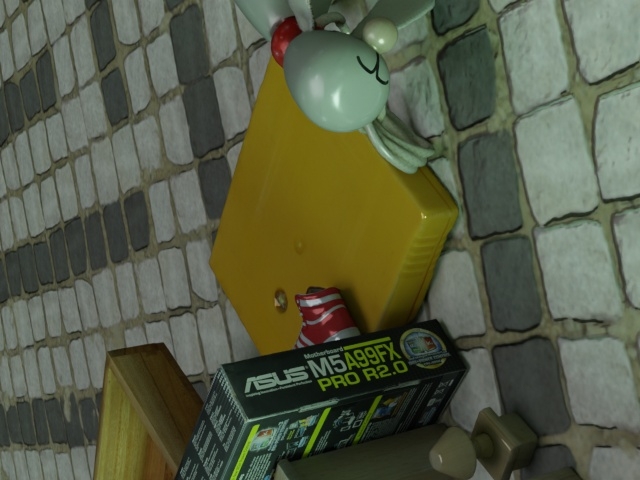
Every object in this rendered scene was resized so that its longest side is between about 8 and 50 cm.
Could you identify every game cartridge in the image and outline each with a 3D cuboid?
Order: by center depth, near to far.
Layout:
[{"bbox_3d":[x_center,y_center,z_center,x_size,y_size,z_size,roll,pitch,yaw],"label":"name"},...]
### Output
[{"bbox_3d":[0.000,0.000,1.276,0.285,0.053,0.323,57,140,36],"label":"game cartridge"}]

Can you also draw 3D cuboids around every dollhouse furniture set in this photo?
[{"bbox_3d":[0.106,0.327,1.051,0.355,0.174,0.303,51,139,42],"label":"dollhouse furniture set"}]

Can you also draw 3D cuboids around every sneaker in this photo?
[{"bbox_3d":[-0.009,0.083,1.218,0.118,0.042,0.067,-40,67,47],"label":"sneaker"}]

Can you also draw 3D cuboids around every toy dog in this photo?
[{"bbox_3d":[0.004,-0.226,1.092,0.161,0.220,0.333,-48,59,16],"label":"toy dog"}]

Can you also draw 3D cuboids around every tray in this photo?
[{"bbox_3d":[-0.181,0.336,1.447,0.203,0.076,0.410,49,137,45],"label":"tray"}]

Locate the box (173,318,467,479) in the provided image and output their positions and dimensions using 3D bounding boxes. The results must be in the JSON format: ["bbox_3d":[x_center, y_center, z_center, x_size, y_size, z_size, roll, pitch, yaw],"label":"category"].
[{"bbox_3d":[-0.015,0.190,1.179,0.060,0.216,0.270,60,146,33],"label":"box"}]
